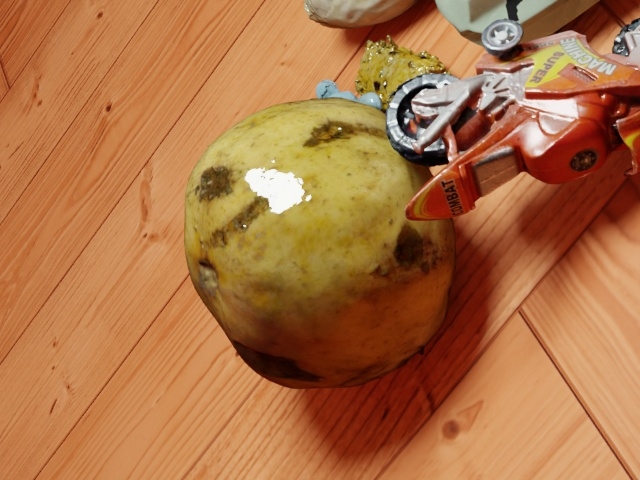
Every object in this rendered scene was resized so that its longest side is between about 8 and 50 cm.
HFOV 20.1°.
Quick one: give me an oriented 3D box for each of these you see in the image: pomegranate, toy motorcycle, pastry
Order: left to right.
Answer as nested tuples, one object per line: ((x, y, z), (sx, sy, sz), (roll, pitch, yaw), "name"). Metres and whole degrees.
((0.000, 0.000, 1.724), (0.281, 0.281, 0.281), (-33, 44, 38), "pomegranate")
((0.086, -0.168, 1.914), (0.140, 0.056, 0.080), (41, 120, 58), "pastry")
((0.205, -0.114, 1.594), (0.298, 0.089, 0.171), (-16, 57, 5), "toy motorcycle")

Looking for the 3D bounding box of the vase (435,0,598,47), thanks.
((0.269, -0.305, 1.678), (0.360, 0.165, 0.165), (-24, 50, 39), "vase")

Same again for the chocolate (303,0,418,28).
((0.088, -0.319, 1.943), (0.309, 0.134, 0.134), (-25, 49, 46), "chocolate")

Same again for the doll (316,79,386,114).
((0.034, -0.106, 1.906), (0.180, 0.075, 0.120), (-160, 69, -65), "doll")
